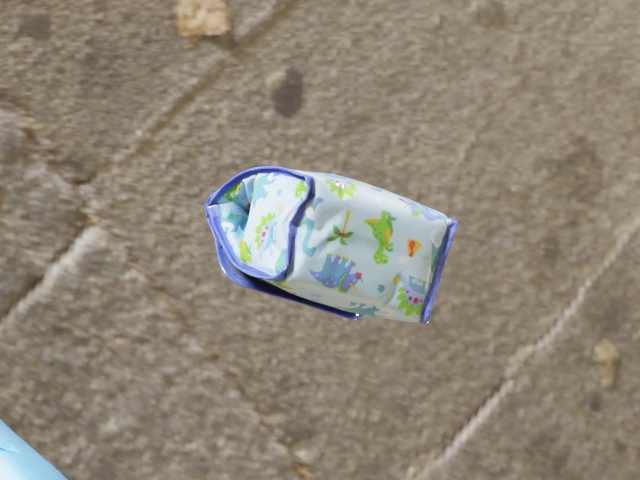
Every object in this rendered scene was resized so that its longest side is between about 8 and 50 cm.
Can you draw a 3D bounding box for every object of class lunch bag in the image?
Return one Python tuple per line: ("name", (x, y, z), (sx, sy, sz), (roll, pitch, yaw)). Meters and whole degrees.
("lunch bag", (0.000, 0.000, 1.066), (0.128, 0.151, 0.096), (18, 91, -28))

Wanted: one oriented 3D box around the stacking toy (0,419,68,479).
("stacking toy", (-0.203, 0.077, 0.270), (0.301, 0.175, 0.166), (23, 89, -28))
